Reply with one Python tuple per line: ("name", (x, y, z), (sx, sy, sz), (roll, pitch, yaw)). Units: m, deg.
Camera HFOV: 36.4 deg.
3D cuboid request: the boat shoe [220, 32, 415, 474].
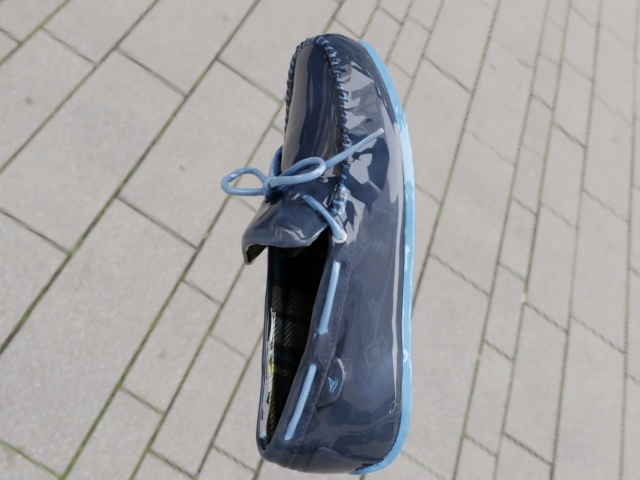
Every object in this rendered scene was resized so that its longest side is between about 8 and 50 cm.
("boat shoe", (0.000, 0.000, 0.549), (0.089, 0.109, 0.258), (3, 72, -26))
